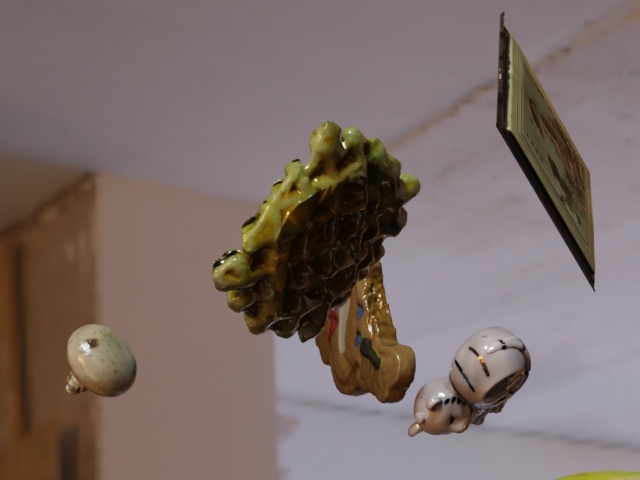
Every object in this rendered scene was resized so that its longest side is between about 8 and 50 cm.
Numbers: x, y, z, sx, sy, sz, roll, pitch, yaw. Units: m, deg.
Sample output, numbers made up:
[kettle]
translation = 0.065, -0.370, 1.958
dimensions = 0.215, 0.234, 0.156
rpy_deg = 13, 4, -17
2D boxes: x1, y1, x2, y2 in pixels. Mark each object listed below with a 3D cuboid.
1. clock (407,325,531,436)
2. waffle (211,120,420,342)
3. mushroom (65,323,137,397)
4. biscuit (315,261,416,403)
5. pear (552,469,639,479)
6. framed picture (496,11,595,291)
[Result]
[clock]
translation = 0.180, 0.179, 2.394
dimensions = 0.117, 0.080, 0.176
rpy_deg = -20, -26, -39
[waffle]
translation = 0.002, 0.002, 1.871
dimensions = 0.054, 0.223, 0.204
rpy_deg = 38, 2, 31
[mushroom]
translation = -0.235, 0.132, 2.006
dimensions = 0.079, 0.085, 0.085
rpy_deg = -38, -33, 18
[biscuit]
translation = 0.053, 0.120, 2.521
dimensions = 0.047, 0.320, 0.183
rpy_deg = 2, -65, -19
[pear]
translation = 0.197, 0.311, 1.001
dimensions = 0.391, 0.391, 0.391
rpy_deg = -2, -20, -1
[framed picture]
translation = 0.202, -0.079, 1.721
dimensions = 0.010, 0.199, 0.195
rpy_deg = -23, -61, 20
